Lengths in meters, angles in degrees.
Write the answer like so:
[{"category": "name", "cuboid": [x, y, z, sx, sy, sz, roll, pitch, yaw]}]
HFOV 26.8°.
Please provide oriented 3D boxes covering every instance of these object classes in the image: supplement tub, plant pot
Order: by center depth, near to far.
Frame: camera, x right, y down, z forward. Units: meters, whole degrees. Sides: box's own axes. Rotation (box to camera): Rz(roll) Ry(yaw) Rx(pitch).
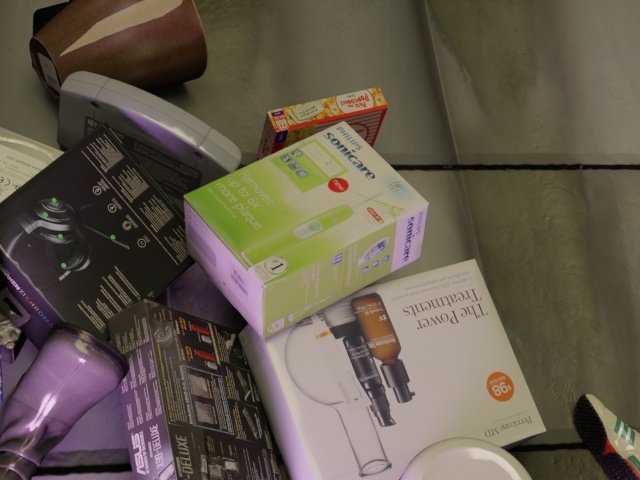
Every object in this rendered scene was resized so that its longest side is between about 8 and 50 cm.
[{"category": "supplement tub", "cuboid": [0.169, 0.394, 1.796, 0.191, 0.272, 0.191, 5, 60, -9]}, {"category": "plant pot", "cuboid": [-0.332, -0.312, 2.127, 0.230, 0.215, 0.215, -29, 70, -24]}]

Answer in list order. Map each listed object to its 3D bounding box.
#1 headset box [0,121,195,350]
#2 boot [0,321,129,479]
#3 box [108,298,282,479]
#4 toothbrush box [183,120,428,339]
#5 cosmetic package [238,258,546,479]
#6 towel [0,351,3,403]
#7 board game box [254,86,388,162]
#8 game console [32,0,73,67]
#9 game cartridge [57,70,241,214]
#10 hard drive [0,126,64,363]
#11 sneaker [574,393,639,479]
[{"category": "headset box", "cuboid": [-0.346, 0.016, 1.928, 0.246, 0.131, 0.283, 49, 54, -7]}, {"category": "boot", "cuboid": [-0.370, 0.253, 1.741, 0.118, 0.338, 0.223, 32, 56, -6]}, {"category": "box", "cuboid": [-0.163, 0.254, 1.838, 0.242, 0.076, 0.307, 24, 45, -52]}, {"category": "toothbrush box", "cuboid": [-0.022, -0.020, 1.909, 0.283, 0.122, 0.206, -25, 54, -25]}, {"category": "cosmetic package", "cuboid": [0.105, 0.207, 1.951, 0.377, 0.097, 0.284, -14, 75, -25]}, {"category": "towel", "cuboid": [-0.545, 0.049, 1.824, 0.243, 0.336, 0.040, 5, 15, 14]}, {"category": "board game box", "cuboid": [0.000, -0.170, 2.155, 0.193, 0.147, 0.045, -15, 65, -18]}, {"category": "game console", "cuboid": [-0.416, -0.334, 2.242, 0.107, 0.071, 0.122, 18, 54, -37]}, {"category": "game cartridge", "cuboid": [-0.263, -0.144, 2.058, 0.294, 0.196, 0.060, 26, 60, 3]}, {"category": "hard drive", "cuboid": [-0.493, -0.008, 2.012, 0.237, 0.064, 0.339, 22, 60, 2]}, {"category": "sneaker", "cuboid": [0.452, 0.300, 2.042, 0.075, 0.057, 0.161, -14, 62, -37]}]
